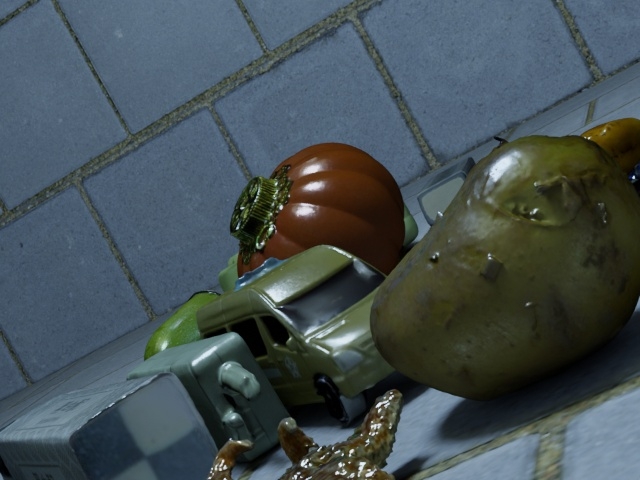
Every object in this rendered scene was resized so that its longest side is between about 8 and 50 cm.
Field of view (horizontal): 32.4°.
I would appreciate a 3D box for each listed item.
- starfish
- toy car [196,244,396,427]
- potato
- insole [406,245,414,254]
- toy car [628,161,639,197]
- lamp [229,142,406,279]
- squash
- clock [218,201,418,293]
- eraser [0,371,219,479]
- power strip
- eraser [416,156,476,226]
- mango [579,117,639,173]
[{"bbox_3d":[-0.001,0.139,0.592,0.150,0.053,0.209,-45,15,-27],"label":"starfish"},{"bbox_3d":[-0.011,0.070,0.870,0.101,0.124,0.256,-32,3,-26],"label":"toy car"},{"bbox_3d":[0.113,0.022,0.637,0.176,0.137,0.137,-51,-6,25],"label":"potato"},{"bbox_3d":[0.139,0.015,1.441,0.111,0.007,0.328,-31,4,-17],"label":"insole"},{"bbox_3d":[0.195,-0.007,0.853,0.103,0.063,0.216,-33,11,-28],"label":"toy car"},{"bbox_3d":[0.000,0.000,1.224,0.223,0.196,0.223,-50,25,34],"label":"lamp"},{"bbox_3d":[-0.188,0.144,1.567,0.095,0.095,0.188,-28,7,22],"label":"squash"},{"bbox_3d":[-0.013,0.018,1.658,0.286,0.117,0.348,-31,3,-4],"label":"clock"},{"bbox_3d":[-0.206,0.186,0.960,0.096,0.098,0.404,-31,4,-28],"label":"eraser"},{"bbox_3d":[-0.090,0.130,0.901,0.053,0.093,0.288,-32,5,-24],"label":"power strip"},{"bbox_3d":[0.214,-0.081,1.780,0.089,0.061,0.352,-28,3,13],"label":"eraser"},{"bbox_3d":[0.318,-0.099,1.199,0.127,0.063,0.077,-25,-5,-44],"label":"mango"}]
